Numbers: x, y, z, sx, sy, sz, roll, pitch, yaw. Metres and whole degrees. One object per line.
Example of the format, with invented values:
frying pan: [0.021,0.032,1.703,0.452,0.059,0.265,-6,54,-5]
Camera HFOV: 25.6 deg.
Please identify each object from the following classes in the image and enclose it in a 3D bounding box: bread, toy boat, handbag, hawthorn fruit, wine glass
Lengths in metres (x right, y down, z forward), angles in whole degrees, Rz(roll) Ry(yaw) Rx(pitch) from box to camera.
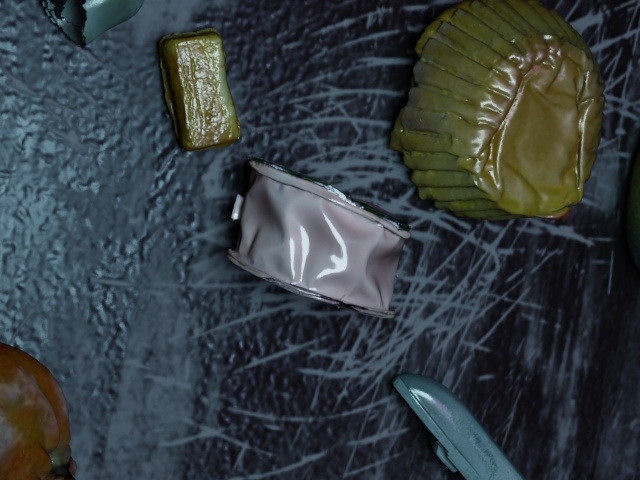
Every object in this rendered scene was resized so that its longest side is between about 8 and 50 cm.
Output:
bread: [0.219,-0.149,1.616,0.274,0.149,0.274,-4,99,-27]
toy boat: [0.163,0.252,1.649,0.085,0.078,0.260,-37,110,6]
bread: [-0.129,-0.161,1.514,0.074,0.053,0.132,-15,98,-18]
handbag: [0.001,-0.001,1.513,0.205,0.179,0.116,21,92,-17]
hawthorn fruit: [-0.349,0.240,1.326,0.284,0.284,0.284,-1,93,-23]
wine glass: [-0.194,-0.283,1.466,0.195,0.079,0.079,-41,107,-17]

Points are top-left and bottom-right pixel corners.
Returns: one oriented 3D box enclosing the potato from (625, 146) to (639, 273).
potato: [0.456,-0.053,1.718,0.174,0.159,0.251,-1,84,-47]
